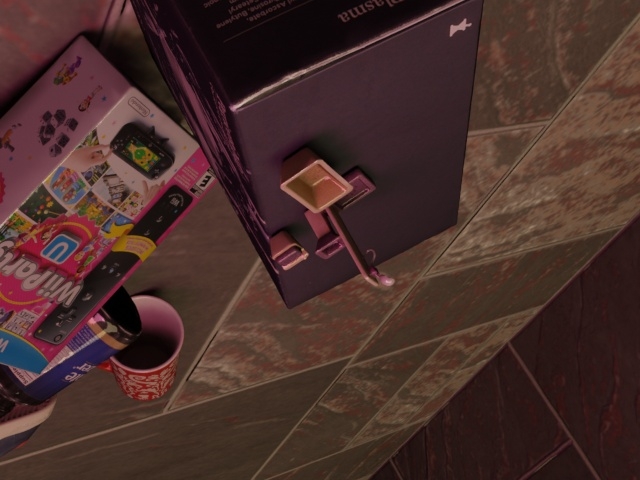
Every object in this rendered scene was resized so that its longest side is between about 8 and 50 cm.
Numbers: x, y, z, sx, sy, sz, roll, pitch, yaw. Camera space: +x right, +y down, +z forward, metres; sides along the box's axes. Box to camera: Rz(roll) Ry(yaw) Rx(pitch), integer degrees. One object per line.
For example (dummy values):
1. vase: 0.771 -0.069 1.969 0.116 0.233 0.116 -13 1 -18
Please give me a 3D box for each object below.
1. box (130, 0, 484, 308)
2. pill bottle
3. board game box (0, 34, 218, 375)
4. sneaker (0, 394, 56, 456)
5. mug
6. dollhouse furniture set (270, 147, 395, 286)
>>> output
1. box: -0.035 -0.166 0.800 0.179 0.312 0.343 -28 156 -8
2. pill bottle: -0.344 0.128 1.249 0.219 0.123 0.123 -34 156 7
3. board game box: -0.262 -0.023 0.999 0.303 0.097 0.224 -46 155 1
4. sneaker: -0.515 0.263 1.297 0.350 0.131 0.148 -5 141 -46
5. mug: -0.270 0.154 1.449 0.113 0.150 0.169 -61 174 -26
6. dollhouse furniture set: 0.000 0.000 0.678 0.091 0.081 0.114 -33 156 10
